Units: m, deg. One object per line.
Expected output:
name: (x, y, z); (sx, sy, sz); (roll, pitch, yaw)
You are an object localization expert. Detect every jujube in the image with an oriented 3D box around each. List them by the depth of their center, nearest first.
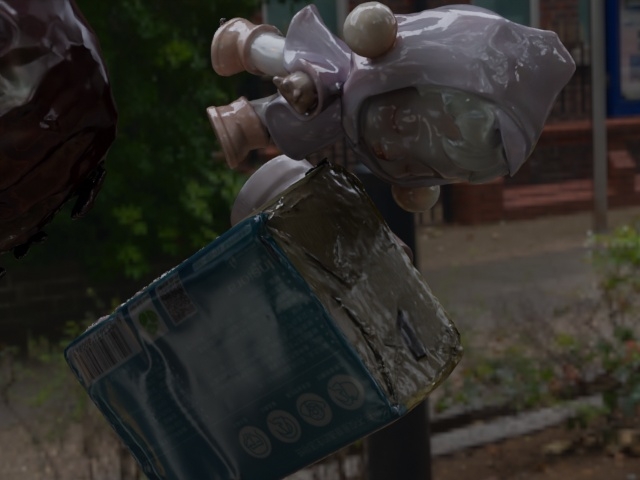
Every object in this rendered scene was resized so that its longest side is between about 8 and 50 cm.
jujube: (-0.322, -0.057, 0.782); (0.377, 0.258, 0.258); (-23, 15, -19)

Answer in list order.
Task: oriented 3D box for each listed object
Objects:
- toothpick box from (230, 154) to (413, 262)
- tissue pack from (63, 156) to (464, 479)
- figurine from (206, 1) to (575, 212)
toothpick box: (0.000, 0.000, 1.161); (0.149, 0.098, 0.098); (41, 31, 27)
tissue pack: (-0.048, 0.086, 0.997); (0.271, 0.192, 0.134); (-32, 5, 39)
figurine: (0.045, -0.110, 0.928); (0.276, 0.200, 0.133); (6, 52, 21)
